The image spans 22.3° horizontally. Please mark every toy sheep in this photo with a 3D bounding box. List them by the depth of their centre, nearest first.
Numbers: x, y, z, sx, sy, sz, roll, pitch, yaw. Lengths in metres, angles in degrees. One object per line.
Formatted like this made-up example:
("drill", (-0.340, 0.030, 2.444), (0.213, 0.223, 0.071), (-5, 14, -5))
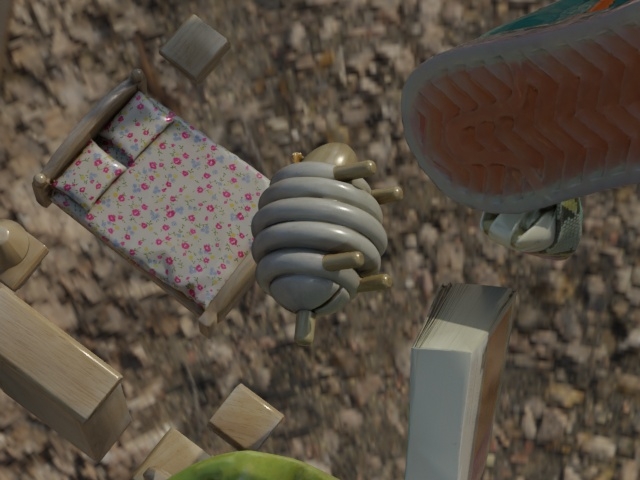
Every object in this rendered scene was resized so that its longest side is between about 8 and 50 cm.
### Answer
("toy sheep", (0.000, 0.000, 0.976), (0.091, 0.091, 0.132), (7, 62, 9))

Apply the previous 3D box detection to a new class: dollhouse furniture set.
("dollhouse furniture set", (-0.100, 0.004, 1.302), (0.303, 0.174, 0.355), (36, 74, 9))

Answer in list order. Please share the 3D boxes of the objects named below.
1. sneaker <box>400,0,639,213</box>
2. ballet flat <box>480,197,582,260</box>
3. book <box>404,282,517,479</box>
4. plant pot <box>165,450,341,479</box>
("sneaker", (0.175, -0.078, 0.691), (0.302, 0.108, 0.121), (1, 28, 48))
("ballet flat", (0.150, -0.045, 1.194), (0.077, 0.221, 0.079), (19, 55, 22))
("book", (0.057, 0.077, 0.685), (0.035, 0.144, 0.096), (6, 99, 10))
("plant pot", (-0.002, 0.254, 0.972), (0.276, 0.254, 0.276), (-15, 55, 23))
